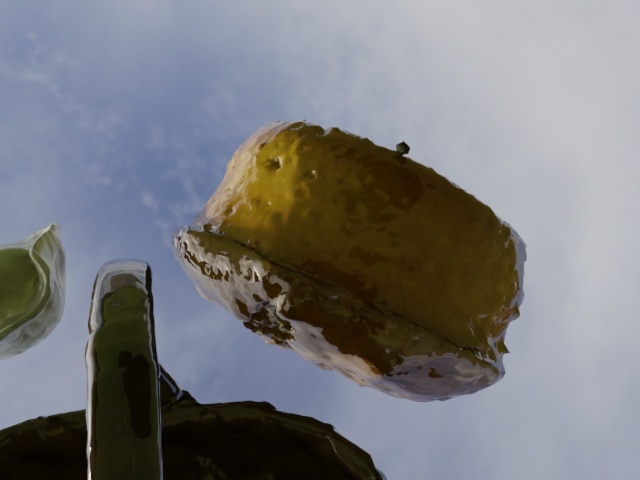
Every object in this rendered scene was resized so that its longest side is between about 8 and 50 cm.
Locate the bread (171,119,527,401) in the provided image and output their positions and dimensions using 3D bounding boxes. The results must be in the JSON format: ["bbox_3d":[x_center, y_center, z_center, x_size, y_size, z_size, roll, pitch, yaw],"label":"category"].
[{"bbox_3d":[0.000,0.000,0.652,0.340,0.179,0.194,22,-104,44],"label":"bread"}]

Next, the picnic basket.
[{"bbox_3d":[-0.103,0.166,0.442,0.337,0.337,0.293,4,-151,-16],"label":"picnic basket"}]

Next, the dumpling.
[{"bbox_3d":[-0.278,0.054,0.682,0.169,0.134,0.099,-39,-71,-31],"label":"dumpling"}]
